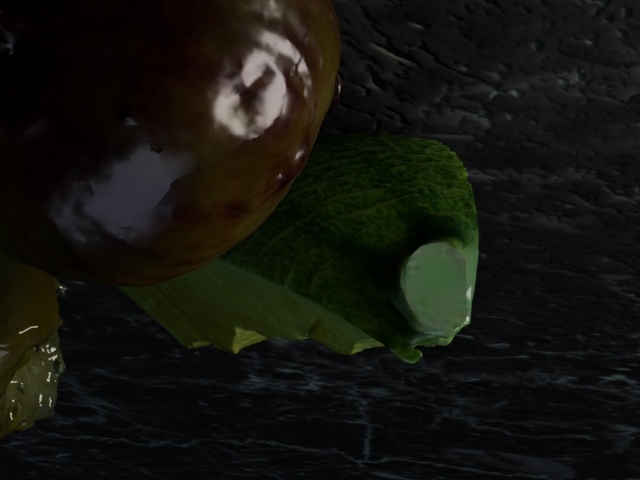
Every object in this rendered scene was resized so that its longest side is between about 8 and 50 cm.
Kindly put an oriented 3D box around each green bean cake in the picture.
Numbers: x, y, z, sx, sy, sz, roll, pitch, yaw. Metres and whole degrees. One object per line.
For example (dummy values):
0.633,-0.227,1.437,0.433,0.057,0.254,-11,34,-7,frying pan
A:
-0.317,0.094,1.227,0.233,0.124,0.236,-13,161,-12,green bean cake

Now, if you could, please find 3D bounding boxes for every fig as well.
-0.070,-0.080,0.751,0.217,0.217,0.321,-2,177,20,fig

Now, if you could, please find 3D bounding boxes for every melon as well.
0.000,0.000,0.871,0.196,0.124,0.323,-21,-176,-20,melon
